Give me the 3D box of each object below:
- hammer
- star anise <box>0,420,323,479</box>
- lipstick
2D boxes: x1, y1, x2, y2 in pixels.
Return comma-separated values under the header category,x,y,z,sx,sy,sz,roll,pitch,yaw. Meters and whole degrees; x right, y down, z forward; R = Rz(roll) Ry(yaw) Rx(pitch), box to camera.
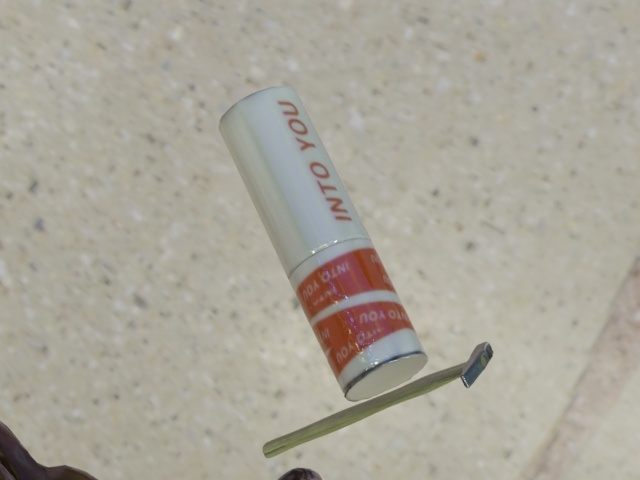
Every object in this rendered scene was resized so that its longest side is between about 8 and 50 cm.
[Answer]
category,x,y,z,sx,sy,sz,roll,pitch,yaw
hammer,0.038,0.127,1.368,0.199,0.062,0.013,-26,100,25
star anise,-0.045,0.151,0.415,0.220,0.126,0.190,13,105,-51
lipstick,0.000,0.000,0.747,0.038,0.131,0.038,-23,160,-9
